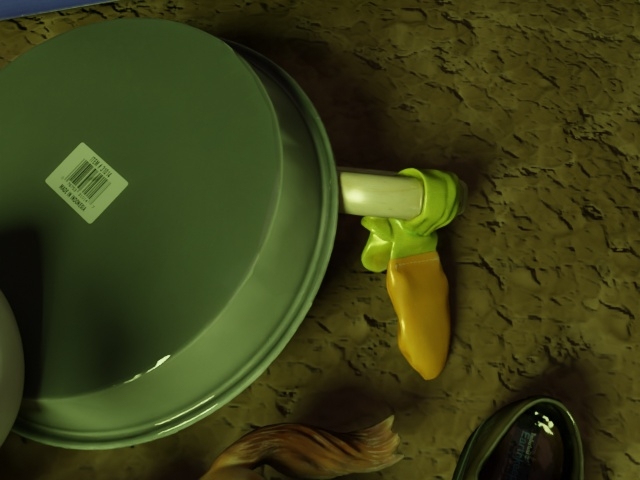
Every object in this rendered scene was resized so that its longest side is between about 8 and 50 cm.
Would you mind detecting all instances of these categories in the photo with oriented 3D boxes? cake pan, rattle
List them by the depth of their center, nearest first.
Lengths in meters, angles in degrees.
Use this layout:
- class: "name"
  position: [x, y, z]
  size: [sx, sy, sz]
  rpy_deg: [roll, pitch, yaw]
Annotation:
- class: "cake pan"
  position: [-0.136, -0.021, 0.508]
  size: [0.293, 0.054, 0.293]
  rpy_deg: [-6, 67, 14]
- class: "rattle"
  position: [0.000, 0.000, 0.580]
  size: [0.200, 0.142, 0.130]
  rpy_deg: [5, 23, 17]

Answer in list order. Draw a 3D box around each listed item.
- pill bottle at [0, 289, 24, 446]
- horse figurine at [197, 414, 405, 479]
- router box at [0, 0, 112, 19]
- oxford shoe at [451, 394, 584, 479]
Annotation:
- class: "pill bottle"
  position: [-0.277, 0.075, 0.423]
  size: [0.216, 0.121, 0.121]
  rpy_deg: [-9, 54, 22]
- class: "horse figurine"
  position: [-0.030, 0.186, 0.379]
  size: [0.174, 0.066, 0.263]
  rpy_deg: [35, 43, -20]
- class: "router box"
  position: [-0.155, -0.338, 0.696]
  size: [0.336, 0.082, 0.301]
  rpy_deg: [-4, 56, 15]
- class: "oxford shoe"
  position: [0.092, 0.184, 0.429]
  size: [0.083, 0.096, 0.227]
  rpy_deg: [16, 59, 4]
